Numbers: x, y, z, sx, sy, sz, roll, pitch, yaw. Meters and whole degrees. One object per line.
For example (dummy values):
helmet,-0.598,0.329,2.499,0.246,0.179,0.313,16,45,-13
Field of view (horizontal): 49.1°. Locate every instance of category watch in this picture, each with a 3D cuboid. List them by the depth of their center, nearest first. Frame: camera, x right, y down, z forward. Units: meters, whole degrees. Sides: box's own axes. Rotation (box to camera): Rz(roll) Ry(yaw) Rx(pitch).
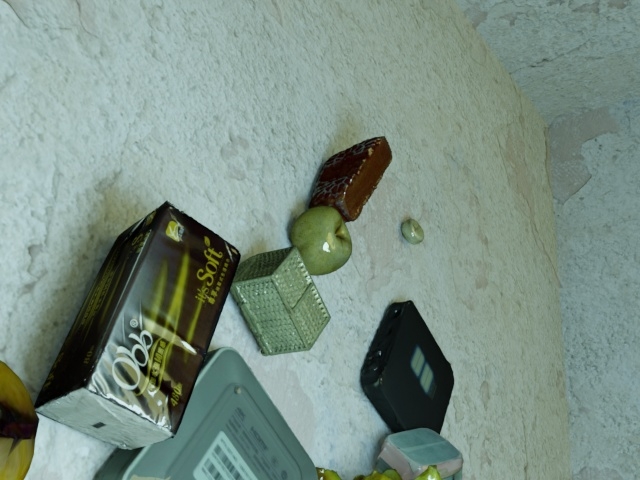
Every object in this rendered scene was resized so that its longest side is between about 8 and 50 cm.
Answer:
watch,0.250,0.621,1.784,0.253,0.161,0.241,0,110,-33

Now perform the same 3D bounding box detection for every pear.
pear,0.000,0.000,1.716,0.167,0.136,0.167,30,51,-47

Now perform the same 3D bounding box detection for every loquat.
loquat,-0.483,0.250,0.890,0.235,0.235,0.235,24,59,-48

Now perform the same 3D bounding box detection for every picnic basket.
picnic basket,-0.098,0.135,1.517,0.196,0.154,0.134,65,31,-20

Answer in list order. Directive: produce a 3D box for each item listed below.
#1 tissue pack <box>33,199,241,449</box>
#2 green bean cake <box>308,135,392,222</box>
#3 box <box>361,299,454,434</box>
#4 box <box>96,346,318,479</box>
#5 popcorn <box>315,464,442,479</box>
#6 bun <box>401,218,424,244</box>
tissue pack,-0.295,0.151,1.180,0.198,0.210,0.370,38,48,-28
green bean cake,0.075,-0.151,1.821,0.097,0.198,0.233,48,46,-30
box,0.257,0.388,1.961,0.350,0.091,0.359,58,39,-24
box,-0.186,0.457,1.316,0.396,0.111,0.396,59,37,-20
popcorn,0.127,0.629,1.517,0.325,0.321,0.290,-30,109,-72
bun,0.282,-0.025,2.177,0.086,0.054,0.086,40,34,-35
